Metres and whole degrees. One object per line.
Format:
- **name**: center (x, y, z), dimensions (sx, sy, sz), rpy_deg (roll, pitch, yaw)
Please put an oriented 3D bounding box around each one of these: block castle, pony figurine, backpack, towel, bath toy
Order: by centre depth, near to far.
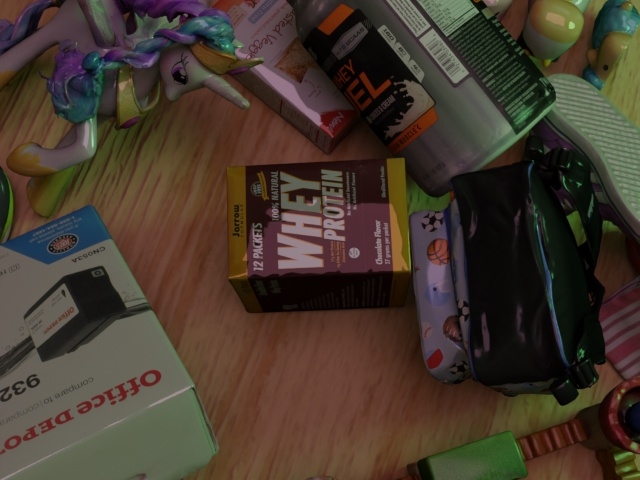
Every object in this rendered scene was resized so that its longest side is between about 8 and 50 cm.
- **block castle**: center (0.202, 0.348, 1.069), dimensions (0.453, 0.213, 0.303), rpy_deg (-14, 76, -12)
- **backpack**: center (0.221, 0.062, 1.133), dimensions (0.213, 0.263, 0.276), rpy_deg (-9, 71, 28)
- **pony figurine**: center (-0.253, -0.243, 1.163), dimensions (0.363, 0.303, 0.351), rpy_deg (-26, 75, 25)
- **towel**: center (0.406, 0.141, 1.190), dimensions (0.029, 0.144, 0.197), rpy_deg (-34, 79, -36)
- **bath toy**: center (0.232, -0.320, 1.318), dimensions (0.348, 0.151, 0.129), rpy_deg (27, 117, 2)

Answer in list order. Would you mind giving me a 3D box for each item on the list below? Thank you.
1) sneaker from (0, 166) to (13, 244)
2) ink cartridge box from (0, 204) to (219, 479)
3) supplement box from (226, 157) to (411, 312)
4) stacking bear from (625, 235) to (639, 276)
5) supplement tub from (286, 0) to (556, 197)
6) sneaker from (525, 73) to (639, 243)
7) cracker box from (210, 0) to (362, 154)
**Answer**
- **sneaker**: center (-0.459, 0.028, 1.156), dimensions (0.111, 0.121, 0.300), rpy_deg (29, 74, 3)
- **ink cartridge box**: center (-0.275, 0.134, 1.066), dimensions (0.223, 0.129, 0.307), rpy_deg (-25, 48, -15)
- **supplement box**: center (0.000, 0.000, 1.158), dimensions (0.194, 0.191, 0.129), rpy_deg (-3, 75, 2)
- **stacking bear**: center (0.553, 0.025, 1.233), dimensions (0.289, 0.164, 0.175), rpy_deg (-7, 75, -12)
- **supplement tub**: center (0.105, -0.223, 1.172), dimensions (0.193, 0.193, 0.316), rpy_deg (-39, 90, -14)
- **sneaker**: center (0.346, -0.056, 1.221), dimensions (0.102, 0.161, 0.282), rpy_deg (-15, 53, -20)
- **cracker box**: center (-0.024, -0.245, 1.298), dimensions (0.232, 0.067, 0.155), rpy_deg (40, 75, 6)
